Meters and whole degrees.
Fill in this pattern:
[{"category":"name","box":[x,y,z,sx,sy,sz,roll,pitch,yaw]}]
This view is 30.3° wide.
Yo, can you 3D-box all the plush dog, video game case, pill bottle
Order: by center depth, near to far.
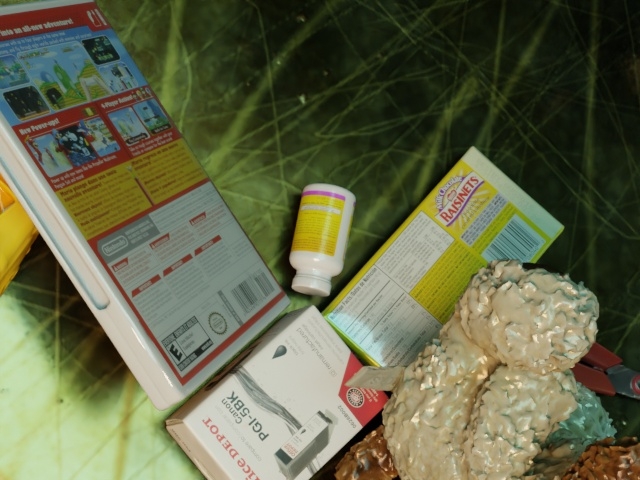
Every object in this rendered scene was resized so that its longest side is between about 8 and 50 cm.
[{"category":"plush dog","box":[0.148,0.177,0.819,0.211,0.262,0.225,-34,50,-10]},{"category":"video game case","box":[-0.139,-0.040,0.825,0.285,0.025,0.204,57,24,-3]},{"category":"pill bottle","box":[0.000,0.000,0.928,0.043,0.043,0.083,16,75,-17]}]

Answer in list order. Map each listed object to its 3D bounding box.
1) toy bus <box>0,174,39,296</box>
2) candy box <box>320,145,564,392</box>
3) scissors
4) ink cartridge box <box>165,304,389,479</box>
[{"category":"toy bus","box":[-0.284,-0.043,0.788,0.220,0.149,0.211,39,56,-7]},{"category":"candy box","box":[0.100,0.027,0.962,0.105,0.027,0.206,42,69,5]},{"category":"scissors","box":[0.253,0.128,1.014,0.297,0.021,0.109,33,68,-13]},{"category":"ink cartridge box","box":[-0.032,0.129,0.885,0.135,0.056,0.099,-41,96,-22]}]
